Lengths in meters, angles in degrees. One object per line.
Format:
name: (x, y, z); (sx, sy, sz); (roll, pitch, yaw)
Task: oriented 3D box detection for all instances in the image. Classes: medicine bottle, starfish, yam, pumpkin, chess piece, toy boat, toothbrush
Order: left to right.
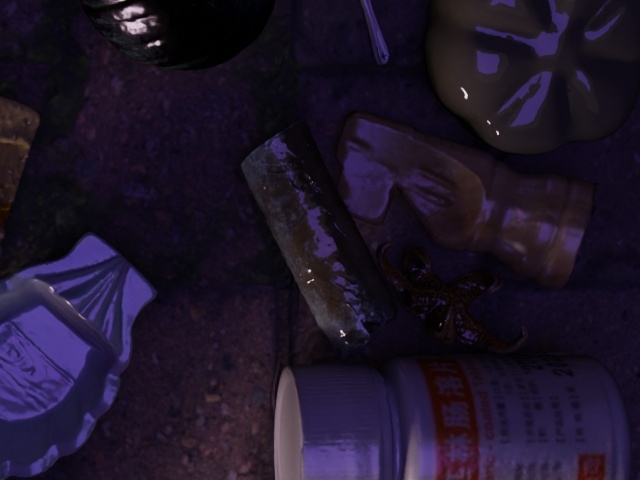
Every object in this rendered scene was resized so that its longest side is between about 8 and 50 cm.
toy boat: (-0.310, 0.125, 1.351); (0.290, 0.100, 0.199); (-46, 104, -2)
pumpkin: (-0.173, -0.294, 1.279); (0.248, 0.248, 0.248); (-2, 98, -11)
yam: (0.000, 0.000, 1.374); (0.093, 0.093, 0.259); (-27, 88, -7)
toothbrush: (0.047, -0.299, 1.406); (0.017, 0.022, 0.204); (-21, 102, -24)
starfish: (0.138, 0.066, 1.404); (0.190, 0.146, 0.074); (23, 125, -25)
medicine bottle: (0.142, 0.233, 1.400); (0.371, 0.211, 0.211); (1, 97, -12)
chess piece: (0.158, -0.054, 1.423); (0.301, 0.137, 0.137); (21, 93, -1)

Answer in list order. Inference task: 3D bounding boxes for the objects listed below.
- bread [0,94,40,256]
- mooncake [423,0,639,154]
bread: (-0.447, -0.059, 1.307); (0.236, 0.198, 0.263); (17, 95, -50)
mooncake: (0.249, -0.225, 1.402); (0.275, 0.135, 0.275); (-2, 102, -11)
